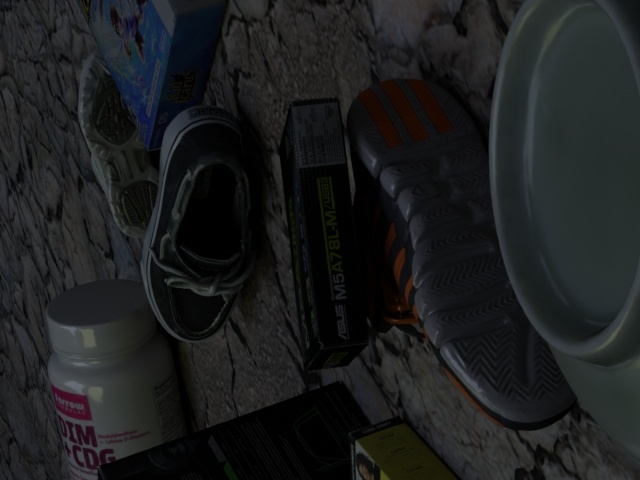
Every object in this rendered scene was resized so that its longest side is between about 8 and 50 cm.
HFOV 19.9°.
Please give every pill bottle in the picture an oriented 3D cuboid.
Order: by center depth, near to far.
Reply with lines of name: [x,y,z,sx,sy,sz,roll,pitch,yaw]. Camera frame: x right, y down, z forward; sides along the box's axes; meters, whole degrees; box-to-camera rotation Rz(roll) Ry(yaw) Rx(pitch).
pill bottle: [-0.259,0.203,2.325,0.160,0.160,0.283,35,138,58]

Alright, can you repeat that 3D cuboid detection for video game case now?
video game case: [-0.191,-0.265,1.920,0.244,0.061,0.269,65,158,21]

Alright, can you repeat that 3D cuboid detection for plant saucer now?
plant saucer: [0.177,-0.042,1.002,0.400,0.100,0.400,176,90,-72]

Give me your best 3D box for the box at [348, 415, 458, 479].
box: [0.103,0.255,1.609,0.232,0.058,0.087,46,146,49]

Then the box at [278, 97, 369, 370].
box: [0.000,0.000,1.429,0.184,0.045,0.191,127,137,-79]

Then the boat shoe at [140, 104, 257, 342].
boat shoe: [-0.118,0.009,1.888,0.105,0.113,0.306,-109,25,-45]

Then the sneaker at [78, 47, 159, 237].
sneaker: [-0.243,-0.121,2.132,0.115,0.090,0.232,-140,39,-60]

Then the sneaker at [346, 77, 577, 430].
sneaker: [0.107,0.040,1.373,0.180,0.124,0.321,91,163,-49]

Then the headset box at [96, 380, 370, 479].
headset box: [-0.082,0.303,1.798,0.131,0.283,0.246,54,154,38]
